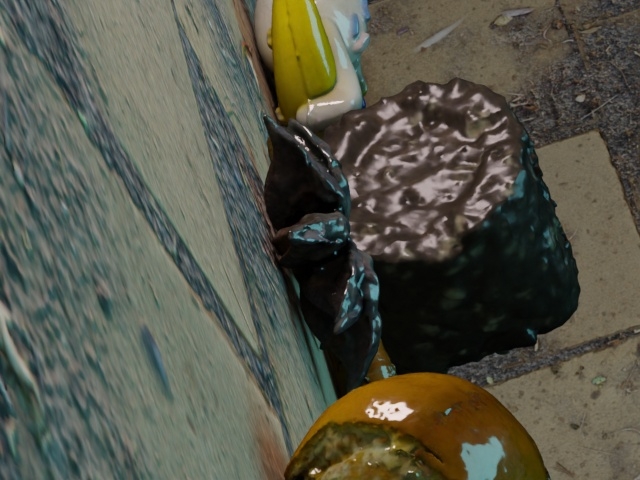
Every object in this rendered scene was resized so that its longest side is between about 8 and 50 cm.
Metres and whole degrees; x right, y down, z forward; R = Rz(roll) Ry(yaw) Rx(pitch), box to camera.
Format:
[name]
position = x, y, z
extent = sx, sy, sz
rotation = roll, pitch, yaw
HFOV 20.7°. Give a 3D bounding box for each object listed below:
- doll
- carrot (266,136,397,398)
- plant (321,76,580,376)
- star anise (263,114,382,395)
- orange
[doll]
position = -0.004, -0.185, 1.633
extent = 0.237, 0.111, 0.252
rotation = 65, 16, -44
[carrot]
position = 0.006, 0.032, 1.346
extent = 0.049, 0.049, 0.254
rotation = 56, 12, -74
[plant]
position = 0.114, 0.023, 1.575
extent = 0.312, 0.215, 0.213
rotation = 71, 0, -48
[star anise]
position = 0.000, 0.000, 1.232
extent = 0.181, 0.061, 0.205
rotation = 65, 8, -53
[orange]
position = 0.048, 0.145, 0.884
extent = 0.156, 0.134, 0.157
rotation = 16, 63, -36
